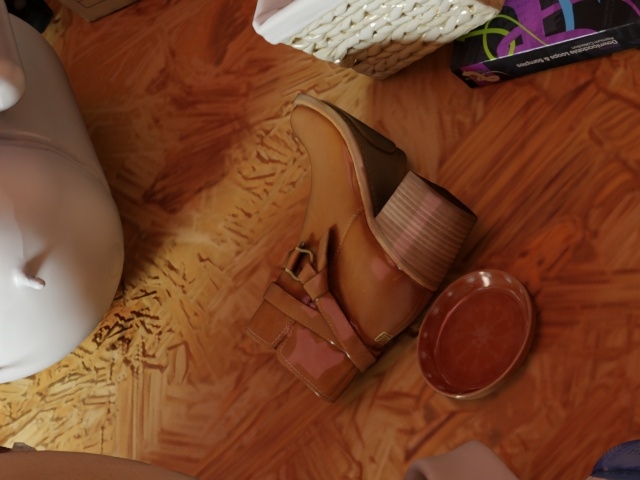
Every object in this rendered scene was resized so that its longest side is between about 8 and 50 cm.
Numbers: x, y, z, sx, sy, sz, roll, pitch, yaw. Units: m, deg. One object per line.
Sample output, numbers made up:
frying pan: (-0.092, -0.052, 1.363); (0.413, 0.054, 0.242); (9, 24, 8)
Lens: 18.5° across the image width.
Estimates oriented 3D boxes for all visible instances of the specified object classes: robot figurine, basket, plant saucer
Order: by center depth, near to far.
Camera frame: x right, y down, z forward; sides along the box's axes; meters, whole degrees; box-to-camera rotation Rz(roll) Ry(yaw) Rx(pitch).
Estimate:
plant saucer: (0.095, 0.057, 1.183); (0.083, 0.013, 0.083); (-22, 52, 32)
basket: (0.045, -0.187, 1.284); (0.167, 0.103, 0.113); (-23, 50, 57)
robot figurine: (-0.260, -0.035, 1.436); (0.353, 0.199, 0.300); (-117, 30, -45)

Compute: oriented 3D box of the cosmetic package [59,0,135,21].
cosmetic package: (-0.221, -0.308, 1.489); (0.160, 0.309, 0.113); (-19, 54, 33)

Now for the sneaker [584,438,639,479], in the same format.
sneaker: (0.271, 0.111, 0.923); (0.330, 0.130, 0.147); (-9, 40, 44)

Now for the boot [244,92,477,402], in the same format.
boot: (0.000, 0.000, 1.268); (0.152, 0.073, 0.197); (-54, 39, 8)

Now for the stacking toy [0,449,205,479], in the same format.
stacking toy: (-0.157, 0.385, 1.055); (0.350, 0.350, 0.480); (55, 130, 46)

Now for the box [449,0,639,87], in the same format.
box: (0.160, -0.168, 1.252); (0.162, 0.029, 0.116); (-11, 58, 38)

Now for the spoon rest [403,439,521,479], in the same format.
spoon rest: (0.103, 0.186, 0.996); (0.137, 0.084, 0.276); (-19, 31, -9)

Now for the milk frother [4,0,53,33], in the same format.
milk frother: (-0.311, -0.187, 1.633); (0.143, 0.129, 0.135); (-46, 46, 2)

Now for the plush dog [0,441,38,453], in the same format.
plush dog: (-0.233, 0.292, 1.255); (0.225, 0.210, 0.262); (-40, 14, 38)
